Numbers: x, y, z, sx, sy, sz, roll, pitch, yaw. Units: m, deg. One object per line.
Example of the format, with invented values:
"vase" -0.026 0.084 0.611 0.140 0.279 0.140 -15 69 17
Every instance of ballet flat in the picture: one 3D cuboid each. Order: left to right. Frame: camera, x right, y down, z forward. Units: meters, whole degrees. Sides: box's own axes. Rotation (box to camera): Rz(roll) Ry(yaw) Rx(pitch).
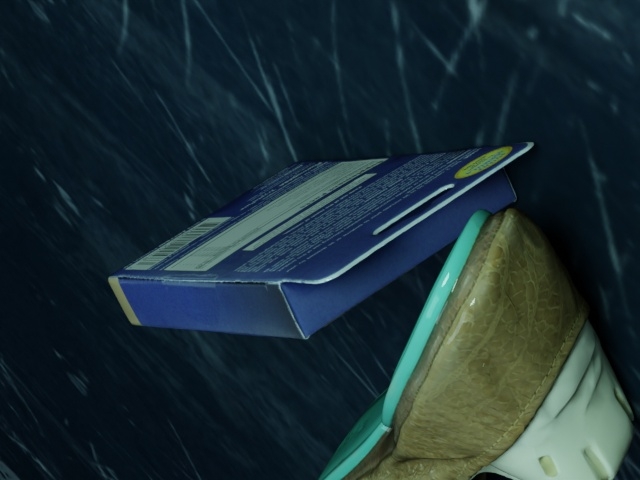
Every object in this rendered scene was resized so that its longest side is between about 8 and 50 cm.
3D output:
"ballet flat" 0.084 0.096 0.919 0.124 0.116 0.342 31 150 5

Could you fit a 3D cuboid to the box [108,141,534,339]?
"box" 0.000 0.000 0.902 0.225 0.136 0.036 -2 117 60
